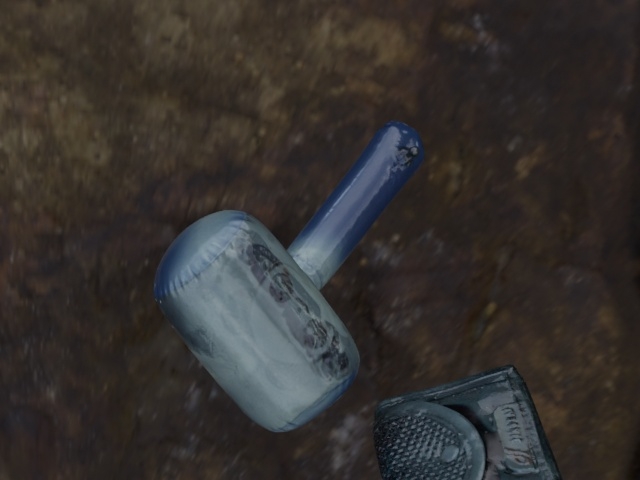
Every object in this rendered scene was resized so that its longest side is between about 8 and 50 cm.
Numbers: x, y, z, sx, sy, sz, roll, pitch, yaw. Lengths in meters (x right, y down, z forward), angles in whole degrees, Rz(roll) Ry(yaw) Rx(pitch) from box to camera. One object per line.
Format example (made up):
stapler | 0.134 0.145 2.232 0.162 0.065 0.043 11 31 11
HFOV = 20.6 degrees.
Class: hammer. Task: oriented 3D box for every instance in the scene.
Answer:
hammer | 0.000 0.000 0.919 0.116 0.069 0.194 52 54 -18

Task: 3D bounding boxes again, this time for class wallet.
wallet | 0.075 0.113 0.898 0.088 0.026 0.129 -14 35 0
